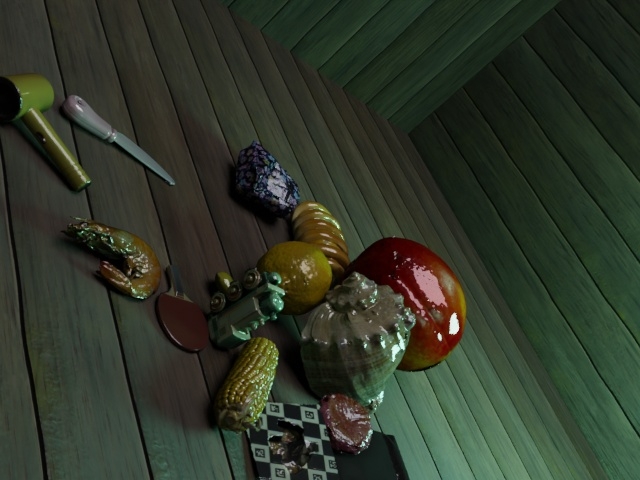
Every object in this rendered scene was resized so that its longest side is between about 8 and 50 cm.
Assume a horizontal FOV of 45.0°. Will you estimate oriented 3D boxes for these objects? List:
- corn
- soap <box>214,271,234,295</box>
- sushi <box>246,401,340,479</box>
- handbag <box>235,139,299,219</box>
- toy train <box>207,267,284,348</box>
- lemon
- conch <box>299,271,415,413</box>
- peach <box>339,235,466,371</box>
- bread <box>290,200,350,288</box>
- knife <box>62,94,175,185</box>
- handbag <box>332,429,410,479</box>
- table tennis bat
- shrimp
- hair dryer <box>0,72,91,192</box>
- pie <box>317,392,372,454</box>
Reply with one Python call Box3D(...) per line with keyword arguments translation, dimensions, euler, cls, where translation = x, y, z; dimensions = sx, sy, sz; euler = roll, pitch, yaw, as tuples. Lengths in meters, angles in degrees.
Box3D(translation=(-0.142, 0.286, 1.585), dimensions=(0.106, 0.106, 0.293), euler=(46, 22, -10), cls="corn")
Box3D(translation=(-0.196, 0.130, 1.781), dimensions=(0.140, 0.045, 0.089), euler=(50, -2, 7), cls="soap")
Box3D(translation=(-0.065, 0.426, 1.575), dimensions=(0.192, 0.040, 0.210), euler=(9, 37, -27), cls="sushi")
Box3D(translation=(-0.153, -0.166, 2.248), dimensions=(0.208, 0.127, 0.229), euler=(43, 22, -32), cls="handbag")
Box3D(translation=(-0.158, 0.146, 1.658), dimensions=(0.081, 0.194, 0.125), euler=(28, 37, -49), cls="toy train")
Box3D(translation=(-0.066, 0.094, 1.925), dimensions=(0.188, 0.188, 0.256), euler=(52, 18, 6), cls="lemon")
Box3D(translation=(0.101, 0.253, 1.851), dimensions=(0.297, 0.210, 0.352), euler=(-20, 91, -36), cls="conch")
Box3D(translation=(0.225, 0.171, 2.130), dimensions=(0.370, 0.370, 0.370), euler=(40, 24, -22), cls="peach")
Box3D(translation=(0.000, 0.000, 2.283), dimensions=(0.173, 0.121, 0.311), euler=(33, 27, -35), cls="bread")
Box3D(translation=(-0.485, -0.237, 1.877), dimensions=(0.336, 0.043, 0.081), euler=(40, 17, -38), cls="knife")
Box3D(translation=(0.096, 0.518, 1.706), dimensions=(0.223, 0.080, 0.247), euler=(23, 30, -31), cls="handbag")
Box3D(translation=(-0.297, 0.142, 1.631), dimensions=(0.130, 0.019, 0.220), euler=(26, 34, -44), cls="table tennis bat")
Box3D(translation=(-0.409, 0.031, 1.541), dimensions=(0.248, 0.068, 0.150), euler=(37, 30, -41), cls="shrimp")
Box3D(translation=(-0.573, -0.226, 1.626), dimensions=(0.279, 0.090, 0.135), euler=(55, 19, -5), cls="hair dryer")
Box3D(translation=(0.055, 0.401, 1.701), dimensions=(0.153, 0.038, 0.153), euler=(26, 31, -17), cls="pie")
